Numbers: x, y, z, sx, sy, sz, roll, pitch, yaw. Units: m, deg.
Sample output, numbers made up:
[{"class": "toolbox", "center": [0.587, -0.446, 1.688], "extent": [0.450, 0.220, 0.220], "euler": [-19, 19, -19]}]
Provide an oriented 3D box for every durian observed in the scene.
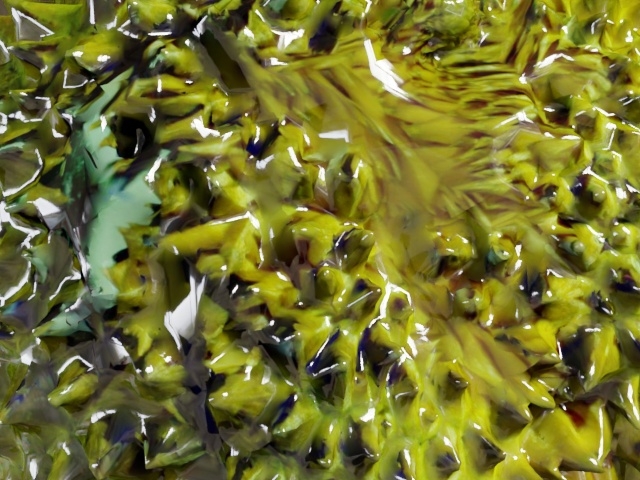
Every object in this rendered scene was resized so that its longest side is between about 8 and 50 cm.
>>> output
[{"class": "durian", "center": [-0.002, -0.002, 0.577], "extent": [0.291, 0.291, 0.225], "euler": [-22, -17, 27]}]
